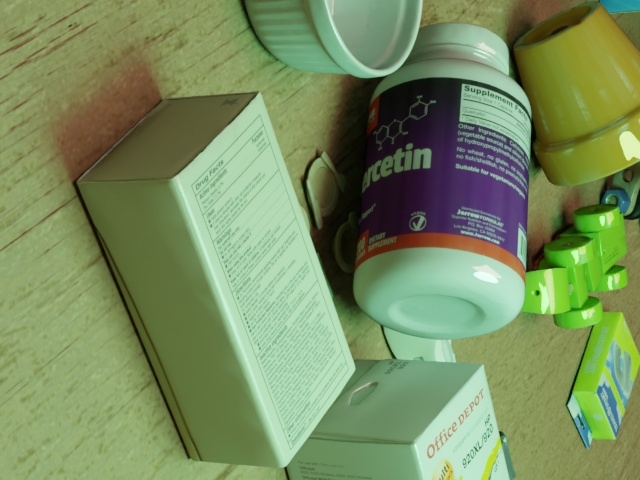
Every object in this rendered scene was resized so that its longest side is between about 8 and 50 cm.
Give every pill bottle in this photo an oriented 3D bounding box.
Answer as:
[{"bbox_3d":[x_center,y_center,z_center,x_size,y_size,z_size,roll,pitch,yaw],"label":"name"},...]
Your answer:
[{"bbox_3d":[0.135,-0.068,1.714,0.181,0.181,0.323,41,47,-50],"label":"pill bottle"}]

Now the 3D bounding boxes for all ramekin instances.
[{"bbox_3d":[0.009,-0.265,1.604,0.207,0.109,0.207,3,86,-57],"label":"ramekin"}]

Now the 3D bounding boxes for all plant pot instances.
[{"bbox_3d":[0.352,-0.203,2.089,0.188,0.205,0.205,61,40,-15],"label":"plant pot"}]

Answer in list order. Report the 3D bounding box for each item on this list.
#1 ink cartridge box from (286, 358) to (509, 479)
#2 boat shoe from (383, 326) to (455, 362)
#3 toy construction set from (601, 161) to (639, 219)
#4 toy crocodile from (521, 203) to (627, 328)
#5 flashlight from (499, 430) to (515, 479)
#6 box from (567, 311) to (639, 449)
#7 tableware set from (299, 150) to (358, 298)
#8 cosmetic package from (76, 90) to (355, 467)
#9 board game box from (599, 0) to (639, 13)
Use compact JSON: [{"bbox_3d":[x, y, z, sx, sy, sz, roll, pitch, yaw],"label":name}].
[{"bbox_3d":[0.089,0.264,1.664,0.171,0.168,0.233,-40,122,-50],"label":"ink cartridge box"},{"bbox_3d":[0.121,0.111,1.823,0.063,0.066,0.184,-71,143,-52],"label":"boat shoe"},{"bbox_3d":[0.564,-0.163,2.334,0.308,0.257,0.237,-1,83,-26],"label":"toy construction set"},{"bbox_3d":[0.345,0.032,2.158,0.340,0.105,0.115,-37,120,-58],"label":"toy crocodile"},{"bbox_3d":[0.220,0.376,1.934,0.103,0.103,0.304,-38,121,-51],"label":"flashlight"},{"bbox_3d":[0.414,0.203,2.304,0.109,0.042,0.178,61,41,-37],"label":"box"},{"bbox_3d":[0.000,0.000,1.667,0.169,0.020,0.141,-55,134,-42],"label":"tableware set"},{"bbox_3d":[-0.087,0.038,1.443,0.160,0.113,0.309,-49,129,-47],"label":"cosmetic package"},{"bbox_3d":[0.616,-0.409,2.394,0.308,0.302,0.086,-22,108,-57],"label":"board game box"}]
